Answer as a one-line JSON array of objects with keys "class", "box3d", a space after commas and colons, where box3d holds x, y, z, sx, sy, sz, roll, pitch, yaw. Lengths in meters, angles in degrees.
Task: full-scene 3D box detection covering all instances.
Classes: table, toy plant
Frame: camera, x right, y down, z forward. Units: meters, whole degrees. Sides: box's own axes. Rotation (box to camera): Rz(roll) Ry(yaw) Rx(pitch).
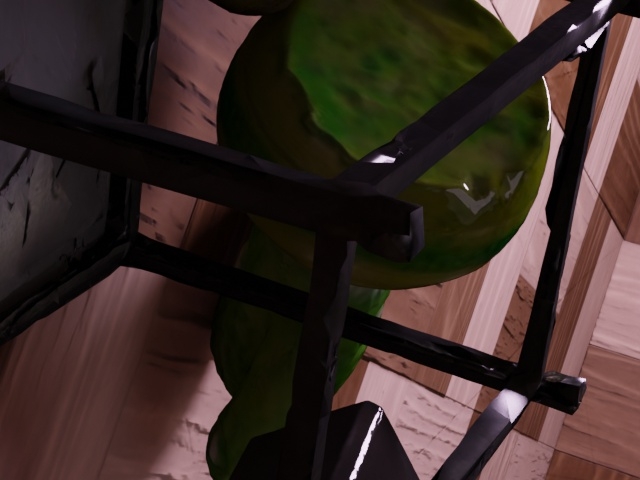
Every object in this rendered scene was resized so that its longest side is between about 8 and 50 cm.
[{"class": "table", "box3d": [-0.045, 0.001, 0.727, 0.335, 0.272, 0.222, -40, 143, -59]}, {"class": "toy plant", "box3d": [0.000, 0.000, 1.052, 0.316, 0.184, 0.224, 119, -17, -45]}]

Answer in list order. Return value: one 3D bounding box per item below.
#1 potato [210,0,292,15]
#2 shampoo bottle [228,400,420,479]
[{"class": "potato", "box3d": [-0.028, -0.202, 0.892, 0.085, 0.105, 0.188, -117, -146, -56]}, {"class": "shampoo bottle", "box3d": [-0.007, 0.151, 0.802, 0.080, 0.079, 0.246, 64, 21, -15]}]
